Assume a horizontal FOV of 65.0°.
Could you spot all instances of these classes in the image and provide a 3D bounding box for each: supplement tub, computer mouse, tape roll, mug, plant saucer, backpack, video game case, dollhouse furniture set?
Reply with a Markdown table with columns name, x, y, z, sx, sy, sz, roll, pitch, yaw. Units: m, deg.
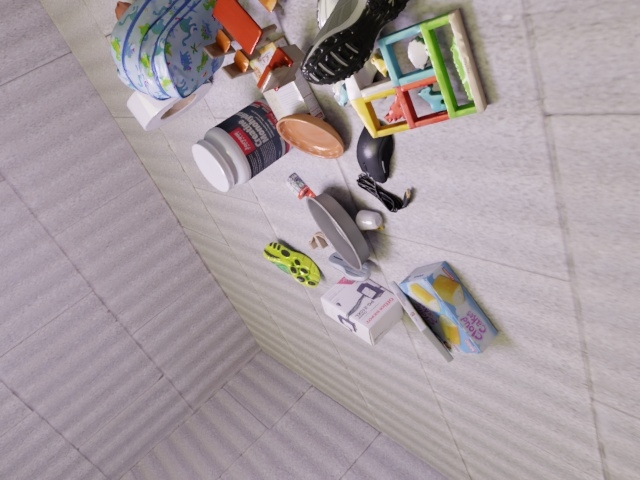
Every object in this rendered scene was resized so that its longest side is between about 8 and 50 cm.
| name | x | y | z | sx | sy | sz | roll | pitch | yaw |
| --- | --- | --- | --- | --- | --- | --- | --- | --- | --- |
| supplement tub | -0.234 | -0.292 | 1.545 | 0.191 | 0.272 | 0.191 | 38 | 153 | 23 |
| computer mouse | 0.159 | -0.173 | 1.301 | 0.184 | 0.060 | 0.262 | 41 | 155 | 22 |
| tape roll | -0.515 | -0.498 | 1.721 | 0.100 | 0.286 | 0.286 | 55 | 156 | -10 |
| mug | 0.154 | -0.060 | 1.495 | 0.064 | 0.078 | 0.062 | 5 | 98 | 47 |
| plant saucer | -0.024 | -0.291 | 1.388 | 0.200 | 0.037 | 0.200 | 21 | 166 | 5 |
| backpack | -0.398 | -0.544 | 1.365 | 0.273 | 0.355 | 0.290 | 39 | 153 | 21 |
| video game case | 0.304 | 0.247 | 1.526 | 0.227 | 0.026 | 0.206 | 48 | -173 | -41 |
| dollhouse furniture set | -0.167 | -0.493 | 1.222 | 0.259 | 0.135 | 0.262 | 49 | 139 | 5 |

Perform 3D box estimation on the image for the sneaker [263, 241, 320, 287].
| name | x | y | z | sx | sy | sz | roll | pitch | yaw |
| --- | --- | --- | --- | --- | --- | --- | --- | --- | --- |
| sneaker | -0.109 | 0.100 | 2.139 | 0.295 | 0.109 | 0.123 | 33 | 177 | 27 |

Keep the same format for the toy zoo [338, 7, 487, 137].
| name | x | y | z | sx | sy | sz | roll | pitch | yaw |
| --- | --- | --- | --- | --- | --- | --- | --- | --- | --- |
| toy zoo | 0.162 | -0.315 | 1.004 | 0.293 | 0.030 | 0.192 | -7 | 122 | 37 |

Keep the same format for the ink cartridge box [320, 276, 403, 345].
| name | x | y | z | sx | sy | sz | roll | pitch | yaw |
| --- | --- | --- | --- | --- | --- | --- | --- | --- | --- |
| ink cartridge box | 0.147 | 0.232 | 1.768 | 0.237 | 0.172 | 0.100 | 30 | 149 | 38 |

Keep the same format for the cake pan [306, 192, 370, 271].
| name | x | y | z | sx | sy | sz | roll | pitch | yaw |
| --- | --- | --- | --- | --- | --- | --- | --- | --- | --- |
| cake pan | 0.060 | -0.032 | 1.603 | 0.293 | 0.054 | 0.293 | 53 | 171 | 12 |

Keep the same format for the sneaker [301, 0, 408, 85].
| name | x | y | z | sx | sy | sz | roll | pitch | yaw |
| --- | --- | --- | --- | --- | --- | --- | --- | --- | --- |
| sneaker | 0.061 | -0.411 | 0.950 | 0.100 | 0.271 | 0.108 | 25 | -154 | -41 |

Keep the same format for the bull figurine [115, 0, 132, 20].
| name | x | y | z | sx | sy | sz | roll | pitch | yaw |
| --- | --- | --- | --- | --- | --- | --- | --- | --- | --- |
| bull figurine | -0.602 | -0.718 | 1.775 | 0.310 | 0.101 | 0.188 | 43 | 157 | 14 |

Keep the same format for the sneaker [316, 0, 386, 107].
| name | x | y | z | sx | sy | sz | roll | pitch | yaw |
| --- | --- | --- | --- | --- | --- | --- | --- | --- | --- |
| sneaker | 0.080 | -0.423 | 1.059 | 0.129 | 0.111 | 0.297 | 11 | 141 | 30 |

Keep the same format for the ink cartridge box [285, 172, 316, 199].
| name | x | y | z | sx | sy | sz | roll | pitch | yaw |
| --- | --- | --- | --- | --- | --- | --- | --- | --- | --- |
| ink cartridge box | -0.068 | -0.173 | 1.729 | 0.115 | 0.029 | 0.063 | 48 | 156 | 6 |

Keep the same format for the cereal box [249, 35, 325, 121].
| name | x | y | z | sx | sy | sz | roll | pitch | yaw |
| --- | --- | --- | --- | --- | --- | --- | --- | --- | --- |
| cereal box | -0.101 | -0.424 | 1.398 | 0.173 | 0.047 | 0.240 | 4 | 130 | 55 |

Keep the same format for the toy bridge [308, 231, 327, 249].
| name | x | y | z | sx | sy | sz | roll | pitch | yaw |
| --- | --- | --- | --- | --- | --- | --- | --- | --- | --- |
| toy bridge | 0.000 | 0.000 | 1.867 | 0.063 | 0.026 | 0.188 | 59 | 155 | -13 |

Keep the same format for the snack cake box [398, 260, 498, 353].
| name | x | y | z | sx | sy | sz | roll | pitch | yaw |
| --- | --- | --- | --- | --- | --- | --- | --- | --- | --- |
| snack cake box | 0.364 | 0.196 | 1.446 | 0.264 | 0.089 | 0.152 | 52 | 155 | -4 |

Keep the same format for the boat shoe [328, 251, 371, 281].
| name | x | y | z | sx | sy | sz | roll | pitch | yaw |
| --- | --- | --- | --- | --- | --- | --- | --- | --- | --- |
| boat shoe | 0.116 | 0.099 | 1.767 | 0.076 | 0.083 | 0.226 | 51 | 170 | -32 |
